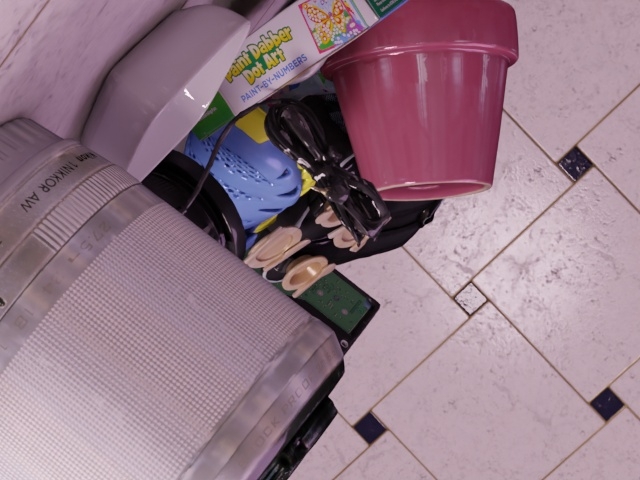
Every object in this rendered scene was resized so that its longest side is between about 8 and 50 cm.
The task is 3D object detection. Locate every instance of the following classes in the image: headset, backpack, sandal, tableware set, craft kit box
[{"bbox_3d":[-0.130,0.030,1.583,0.394,0.185,0.243,-41,-178,28],"label":"headset"},{"bbox_3d":[0.030,-0.078,2.162,0.253,0.191,0.225,-6,143,-40],"label":"backpack"},{"bbox_3d":[-0.096,-0.039,1.883,0.138,0.126,0.317,-47,173,-20],"label":"sandal"},{"bbox_3d":[0.000,0.000,2.031,0.141,0.020,0.168,-36,156,6],"label":"tableware set"},{"bbox_3d":[0.027,-0.200,1.612,0.246,0.061,0.250,-34,-175,47],"label":"craft kit box"}]

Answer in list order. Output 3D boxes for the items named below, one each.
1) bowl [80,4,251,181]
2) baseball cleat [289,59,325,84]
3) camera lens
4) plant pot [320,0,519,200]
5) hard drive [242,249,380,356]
[{"bbox_3d":[-0.121,-0.105,1.431,0.142,0.053,0.142,-49,174,-38],"label":"bowl"},{"bbox_3d":[0.012,-0.234,1.870,0.206,0.072,0.109,-47,-171,-9],"label":"baseball cleat"},{"bbox_3d":[-0.139,0.081,1.245,0.219,0.274,0.219,-52,176,-5],"label":"camera lens"},{"bbox_3d":[0.103,-0.137,1.964,0.201,0.201,0.180,94,-9,-83],"label":"plant pot"},{"bbox_3d":[-0.102,0.110,2.287,0.339,0.237,0.064,-50,176,-47],"label":"hard drive"}]
